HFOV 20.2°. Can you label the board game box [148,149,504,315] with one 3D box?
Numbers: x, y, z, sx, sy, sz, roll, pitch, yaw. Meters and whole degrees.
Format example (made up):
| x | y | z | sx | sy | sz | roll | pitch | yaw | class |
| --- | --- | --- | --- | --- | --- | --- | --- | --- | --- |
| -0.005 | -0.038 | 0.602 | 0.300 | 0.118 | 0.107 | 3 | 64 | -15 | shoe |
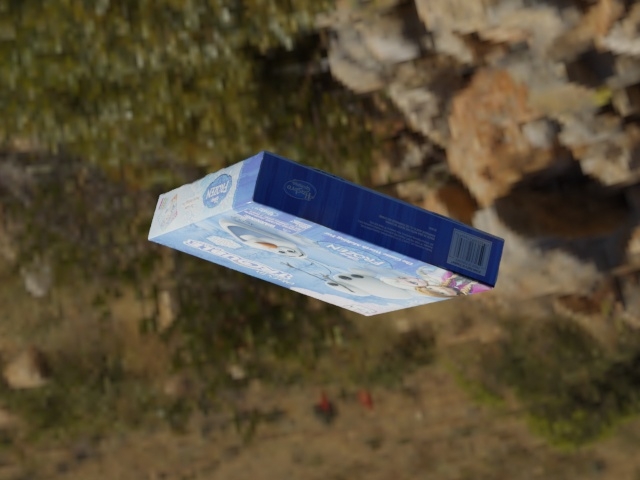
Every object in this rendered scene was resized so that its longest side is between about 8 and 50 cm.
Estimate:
| x | y | z | sx | sy | sz | roll | pitch | yaw | class |
| --- | --- | --- | --- | --- | --- | --- | --- | --- | --- |
| 0.000 | 0.000 | 0.603 | 0.090 | 0.020 | 0.090 | 20 | 165 | -22 | board game box |
